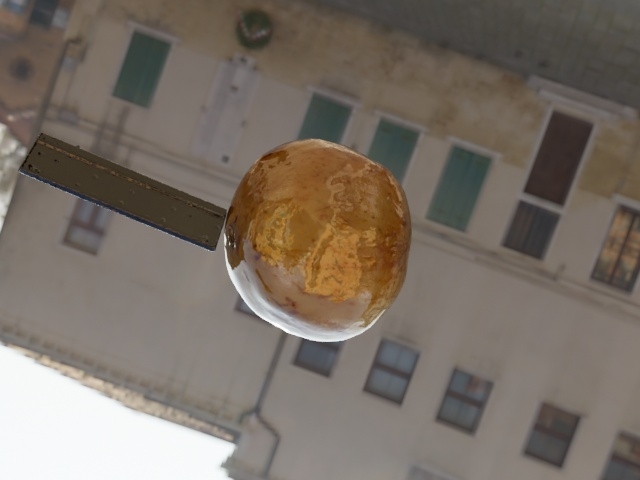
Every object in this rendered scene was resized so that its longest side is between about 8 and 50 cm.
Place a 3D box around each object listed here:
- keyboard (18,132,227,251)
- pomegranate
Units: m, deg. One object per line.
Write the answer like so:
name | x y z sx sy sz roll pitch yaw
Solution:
keyboard | -0.290 -0.074 1.739 0.309 0.018 0.101 22 -139 -9
pomegranate | 0.000 0.000 1.384 0.248 0.248 0.248 19 -176 -2
